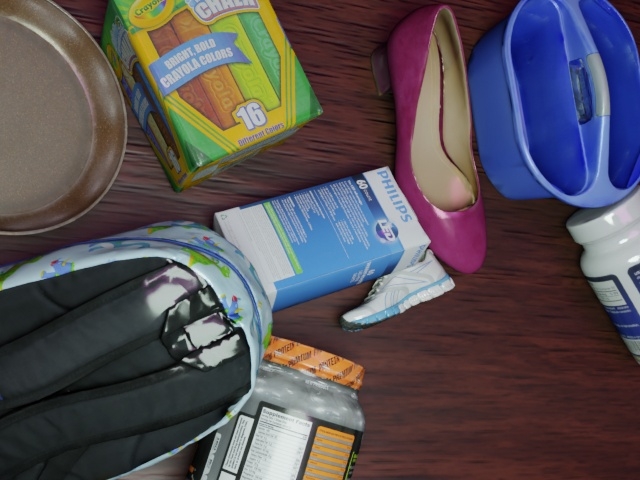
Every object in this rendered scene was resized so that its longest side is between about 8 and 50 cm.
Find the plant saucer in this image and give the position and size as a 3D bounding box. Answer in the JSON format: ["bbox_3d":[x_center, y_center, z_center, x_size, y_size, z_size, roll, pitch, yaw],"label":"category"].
[{"bbox_3d":[-0.378,-0.155,0.872,0.311,0.050,0.310,12,72,-42],"label":"plant saucer"}]

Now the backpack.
[{"bbox_3d":[-0.231,0.117,0.817,0.356,0.273,0.290,-21,99,22],"label":"backpack"}]

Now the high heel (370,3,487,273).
[{"bbox_3d":[0.177,-0.133,1.046,0.127,0.181,0.377,-24,92,-21],"label":"high heel"}]

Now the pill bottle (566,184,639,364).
[{"bbox_3d":[0.504,0.056,1.159,0.153,0.153,0.264,-34,97,-20],"label":"pill bottle"}]

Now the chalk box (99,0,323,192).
[{"bbox_3d":[-0.158,-0.236,0.938,0.180,0.179,0.288,-29,94,-21],"label":"chalk box"}]

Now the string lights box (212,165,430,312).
[{"bbox_3d":[0.000,0.000,1.000,0.260,0.076,0.133,-16,64,-21],"label":"string lights box"}]

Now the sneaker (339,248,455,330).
[{"bbox_3d":[0.099,0.068,1.064,0.191,0.071,0.082,-23,86,-29],"label":"sneaker"}]

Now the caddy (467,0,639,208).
[{"bbox_3d":[0.371,-0.213,1.129,0.242,0.179,0.341,-8,87,-20],"label":"caddy"}]

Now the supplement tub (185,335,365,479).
[{"bbox_3d":[-0.061,0.285,0.908,0.194,0.194,0.315,22,76,-16],"label":"supplement tub"}]
